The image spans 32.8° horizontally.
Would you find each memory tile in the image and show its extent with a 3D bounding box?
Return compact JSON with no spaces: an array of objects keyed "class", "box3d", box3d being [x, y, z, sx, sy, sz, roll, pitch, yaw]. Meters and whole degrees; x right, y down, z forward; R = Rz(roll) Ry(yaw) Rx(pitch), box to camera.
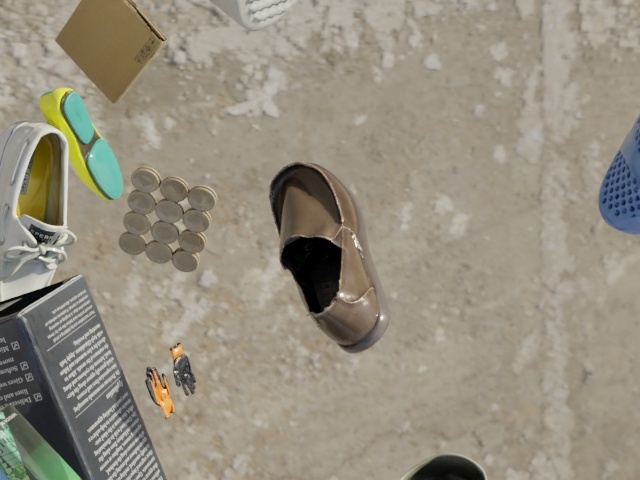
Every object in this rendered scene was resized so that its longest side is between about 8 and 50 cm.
[{"class":"memory tile","box3d":[-0.197,-0.026,1.397,0.113,0.012,0.148,17,129,-4]}]

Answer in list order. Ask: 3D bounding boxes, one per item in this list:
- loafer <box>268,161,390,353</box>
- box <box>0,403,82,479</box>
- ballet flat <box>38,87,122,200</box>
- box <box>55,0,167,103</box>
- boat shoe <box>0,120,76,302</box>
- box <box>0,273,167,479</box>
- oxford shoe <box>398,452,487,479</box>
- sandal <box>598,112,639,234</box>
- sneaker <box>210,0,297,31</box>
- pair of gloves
[{"class":"loafer","box3d":[0.000,0.000,1.688,0.134,0.366,0.130,-39,139,16]},{"class":"box","box3d":[-0.348,0.389,1.366,0.322,0.232,0.058,45,33,2]},{"class":"ballet flat","box3d":[-0.412,-0.164,1.857,0.077,0.077,0.231,-65,146,-40]},{"class":"box","box3d":[-0.381,-0.362,1.962,0.164,0.201,0.021,48,44,-3]},{"class":"boat shoe","box3d":[-0.463,-0.010,1.768,0.136,0.156,0.367,10,90,-41]},{"class":"box","box3d":[-0.453,0.295,1.660,0.293,0.212,0.395,-17,100,17]},{"class":"oxford shoe","box3d":[0.126,0.426,1.371,0.449,0.169,0.130,-58,154,-57]},{"class":"sandal","box3d":[0.335,-0.141,0.975,0.138,0.126,0.317,9,123,-28]},{"class":"sneaker","box3d":[-0.080,-0.254,0.598,0.150,0.366,0.135,36,71,12]},{"class":"pair of gloves","box3d":[-0.195,0.183,1.421,0.083,0.010,0.074,-42,119,-48]}]
